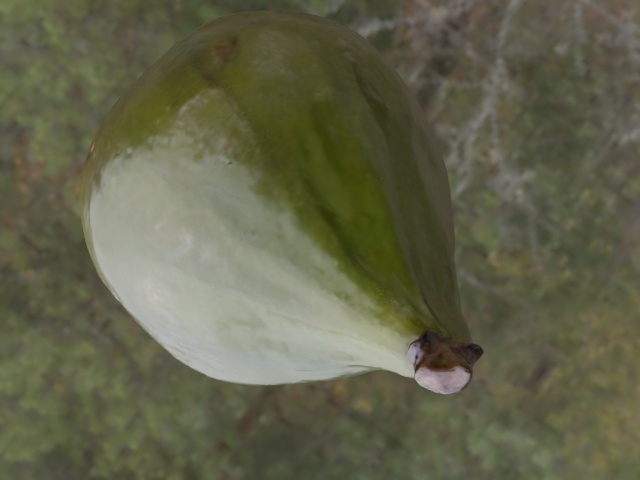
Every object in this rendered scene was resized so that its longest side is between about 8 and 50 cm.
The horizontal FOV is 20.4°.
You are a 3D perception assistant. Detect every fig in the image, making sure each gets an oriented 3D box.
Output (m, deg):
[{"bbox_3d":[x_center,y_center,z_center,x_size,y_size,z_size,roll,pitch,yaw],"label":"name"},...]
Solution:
[{"bbox_3d":[-0.005,-0.018,0.606,0.185,0.133,0.126,2,108,64],"label":"fig"}]
